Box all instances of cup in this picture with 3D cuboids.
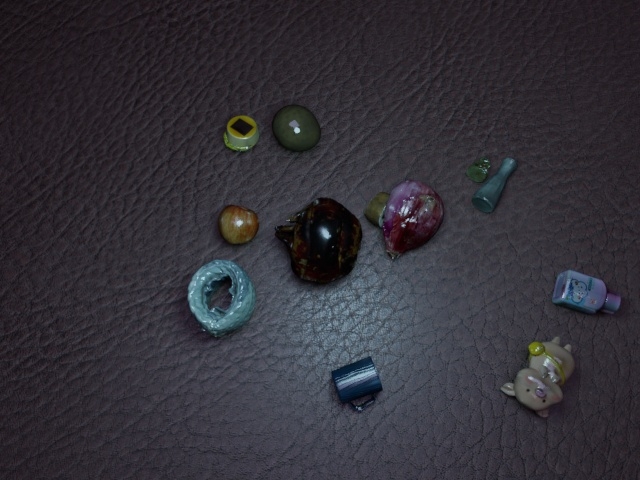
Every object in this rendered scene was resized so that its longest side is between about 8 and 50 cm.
[{"bbox_3d":[0.120,0.463,1.698,0.138,0.113,0.150,-19,72,-3],"label":"cup"}]

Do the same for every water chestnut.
[{"bbox_3d":[0.000,0.000,1.779,0.244,0.289,0.289,26,72,43],"label":"water chestnut"}]

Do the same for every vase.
[{"bbox_3d":[0.633,-0.204,1.914,0.086,0.086,0.214,34,72,11],"label":"vase"}]

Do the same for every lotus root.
[{"bbox_3d":[0.217,-0.113,1.872,0.081,0.112,0.122,35,78,22],"label":"lotus root"}]

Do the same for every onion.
[{"bbox_3d":[0.320,-0.058,1.814,0.227,0.120,0.283,25,87,-26],"label":"onion"}]

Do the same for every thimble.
[{"bbox_3d":[-0.326,0.195,1.762,0.205,0.172,0.249,7,71,8],"label":"thimble"}]

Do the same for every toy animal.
[{"bbox_3d":[0.711,0.420,1.689,0.165,0.149,0.248,34,84,24],"label":"toy animal"}]

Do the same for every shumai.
[{"bbox_3d":[0.587,-0.260,1.946,0.080,0.083,0.082,-31,104,-39],"label":"shumai"}]

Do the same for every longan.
[{"bbox_3d":[-0.083,-0.415,1.954,0.185,0.159,0.204,37,38,-4],"label":"longan"}]

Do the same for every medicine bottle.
[{"bbox_3d":[0.891,0.180,1.781,0.188,0.094,0.119,18,76,6],"label":"medicine bottle"}]

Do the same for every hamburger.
[{"bbox_3d":[-0.294,-0.395,1.985,0.127,0.081,0.141,19,62,4],"label":"hamburger"}]

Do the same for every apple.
[{"bbox_3d":[-0.286,-0.053,1.848,0.147,0.146,0.130,16,94,6],"label":"apple"}]
